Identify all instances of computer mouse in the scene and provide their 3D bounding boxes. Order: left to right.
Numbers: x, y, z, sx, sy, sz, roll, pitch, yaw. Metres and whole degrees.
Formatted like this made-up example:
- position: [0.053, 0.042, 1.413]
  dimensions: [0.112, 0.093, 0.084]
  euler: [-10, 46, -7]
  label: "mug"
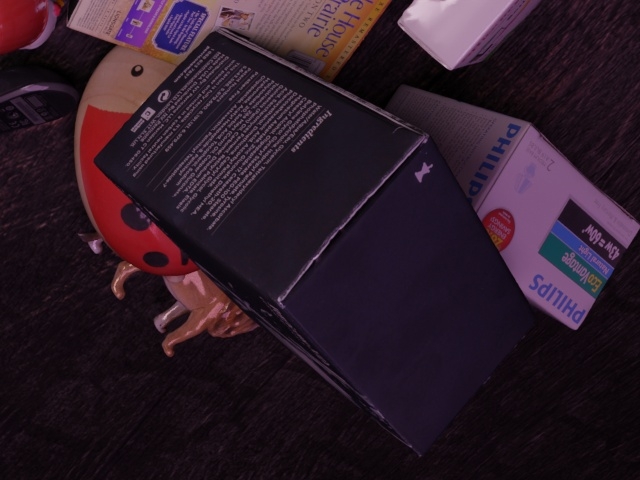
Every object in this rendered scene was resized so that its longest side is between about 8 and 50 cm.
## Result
- position: [-0.524, -0.227, 1.663]
  dimensions: [0.272, 0.072, 0.188]
  euler: [-14, 159, 1]
  label: "computer mouse"

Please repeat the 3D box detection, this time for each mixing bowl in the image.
- position: [-0.483, -0.324, 1.446]
  dimensions: [0.181, 0.098, 0.181]
  euler: [10, 131, 11]
  label: "mixing bowl"

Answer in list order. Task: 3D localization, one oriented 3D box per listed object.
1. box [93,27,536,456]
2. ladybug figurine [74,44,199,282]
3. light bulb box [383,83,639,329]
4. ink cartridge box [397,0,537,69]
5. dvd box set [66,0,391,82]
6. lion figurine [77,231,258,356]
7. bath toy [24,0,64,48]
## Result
- position: [0.000, 0.000, 1.541]
  dimensions: [0.297, 0.471, 0.480]
  euler: [-49, 137, -9]
  label: "box"
- position: [-0.249, -0.119, 1.736]
  dimensions: [0.305, 0.162, 0.450]
  euler: [-13, 120, -17]
  label: "ladybug figurine"
- position: [0.292, -0.064, 1.821]
  dimensions: [0.358, 0.361, 0.225]
  euler: [34, 88, -36]
  label: "light bulb box"
- position: [0.260, -0.385, 1.633]
  dimensions: [0.117, 0.278, 0.201]
  euler: [44, 114, 6]
  label: "ink cartridge box"
- position: [-0.123, -0.372, 1.542]
  dimensions: [0.420, 0.062, 0.308]
  euler: [15, 136, -26]
  label: "dvd box set"
- position: [-0.252, 0.060, 1.957]
  dimensions: [0.240, 0.142, 0.392]
  euler: [-34, 126, 3]
  label: "lion figurine"
- position: [-0.441, -0.444, 1.484]
  dimensions: [0.151, 0.129, 0.348]
  euler: [8, 131, 14]
  label: "bath toy"
